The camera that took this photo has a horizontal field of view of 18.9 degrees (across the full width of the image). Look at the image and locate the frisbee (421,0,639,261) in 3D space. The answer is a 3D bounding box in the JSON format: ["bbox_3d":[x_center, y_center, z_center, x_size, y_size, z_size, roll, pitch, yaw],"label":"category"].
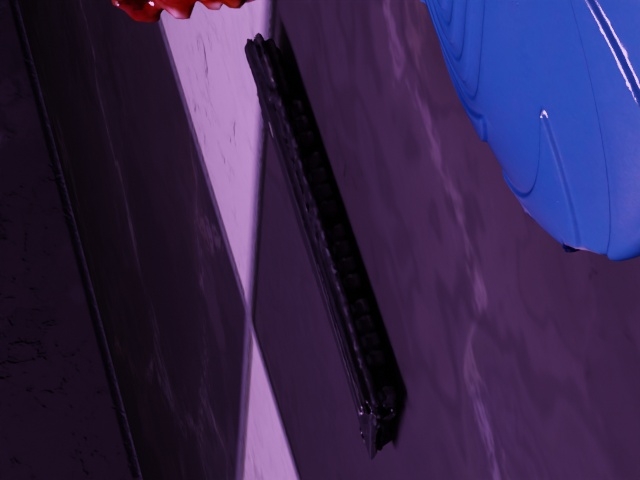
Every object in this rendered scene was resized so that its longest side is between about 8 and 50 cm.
[{"bbox_3d":[0.052,-0.109,0.572,0.242,0.045,0.242,167,90,-78],"label":"frisbee"}]

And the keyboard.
[{"bbox_3d":[0.001,0.000,1.011,0.072,0.023,0.231,83,170,-63],"label":"keyboard"}]

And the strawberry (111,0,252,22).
[{"bbox_3d":[-0.024,-0.176,0.661,0.286,0.106,0.188,169,99,-85],"label":"strawberry"}]
